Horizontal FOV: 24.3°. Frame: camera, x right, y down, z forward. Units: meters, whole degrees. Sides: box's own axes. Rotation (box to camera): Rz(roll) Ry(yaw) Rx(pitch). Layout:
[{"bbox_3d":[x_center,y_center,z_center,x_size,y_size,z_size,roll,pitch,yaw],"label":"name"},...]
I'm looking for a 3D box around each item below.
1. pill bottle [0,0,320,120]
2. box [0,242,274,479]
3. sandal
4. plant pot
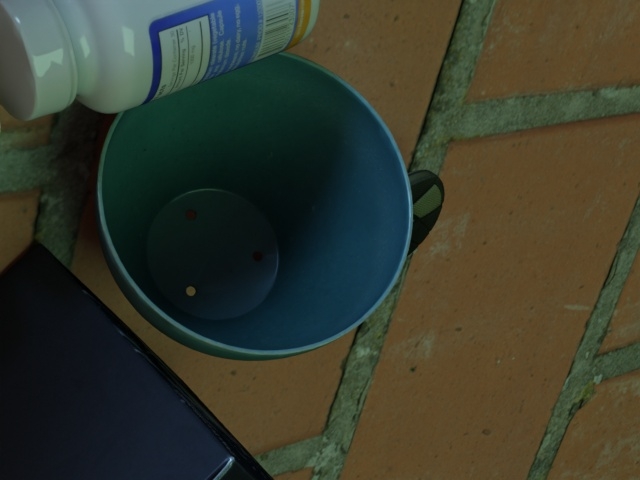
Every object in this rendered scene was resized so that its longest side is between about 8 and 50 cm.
[{"bbox_3d":[-0.148,-0.196,1.253,0.272,0.152,0.152,-24,136,-29],"label":"pill bottle"},{"bbox_3d":[-0.173,0.223,1.419,0.179,0.343,0.312,-44,143,-5],"label":"box"},{"bbox_3d":[-0.001,0.000,1.630,0.302,0.086,0.120,-28,145,-5],"label":"sandal"},{"bbox_3d":[-0.081,-0.013,1.413,0.290,0.290,0.195,-32,175,-23],"label":"plant pot"}]
